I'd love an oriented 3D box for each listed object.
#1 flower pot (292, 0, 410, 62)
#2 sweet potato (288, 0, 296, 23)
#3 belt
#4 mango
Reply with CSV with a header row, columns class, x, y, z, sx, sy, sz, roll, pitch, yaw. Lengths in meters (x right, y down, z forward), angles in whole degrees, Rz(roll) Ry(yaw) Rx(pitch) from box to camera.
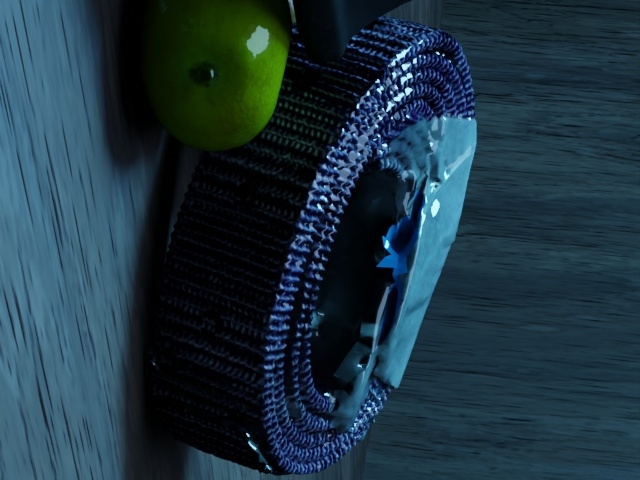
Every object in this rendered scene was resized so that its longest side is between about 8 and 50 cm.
class,x,y,z,sx,sy,sz,roll,pitch,yaw
flower pot,0.081,-0.302,1.148,0.379,0.251,0.379,171,-90,-90
sweet potato,-0.025,-0.087,1.413,0.292,0.097,0.097,87,11,-47
belt,0.000,0.000,1.306,0.260,0.122,0.325,31,78,-63
mango,-0.058,-0.108,1.132,0.163,0.089,0.117,73,18,-74
